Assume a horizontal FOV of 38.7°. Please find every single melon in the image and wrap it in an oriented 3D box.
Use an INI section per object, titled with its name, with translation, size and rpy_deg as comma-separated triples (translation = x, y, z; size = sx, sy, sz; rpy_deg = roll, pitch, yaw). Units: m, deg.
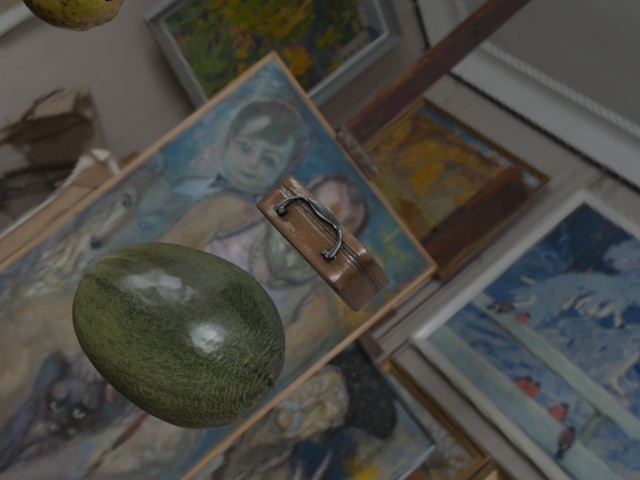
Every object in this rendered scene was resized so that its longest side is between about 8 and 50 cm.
[melon]
translation = -0.205, 0.131, 1.326
size = 0.329, 0.248, 0.248
rpy_deg = 28, -16, 13

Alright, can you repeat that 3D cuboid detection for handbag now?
[handbag]
translation = 0.000, 0.000, 1.245
size = 0.193, 0.072, 0.151
rpy_deg = 48, -1, 24

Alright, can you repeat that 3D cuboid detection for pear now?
[pear]
translation = -0.417, -0.435, 1.544
size = 0.178, 0.178, 0.178
rpy_deg = 49, -10, 12
